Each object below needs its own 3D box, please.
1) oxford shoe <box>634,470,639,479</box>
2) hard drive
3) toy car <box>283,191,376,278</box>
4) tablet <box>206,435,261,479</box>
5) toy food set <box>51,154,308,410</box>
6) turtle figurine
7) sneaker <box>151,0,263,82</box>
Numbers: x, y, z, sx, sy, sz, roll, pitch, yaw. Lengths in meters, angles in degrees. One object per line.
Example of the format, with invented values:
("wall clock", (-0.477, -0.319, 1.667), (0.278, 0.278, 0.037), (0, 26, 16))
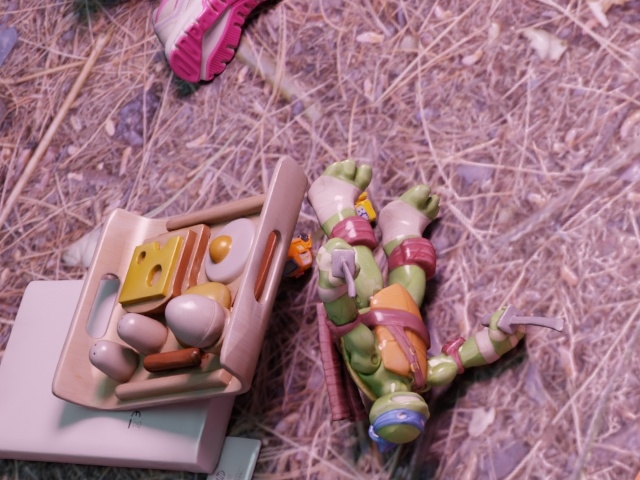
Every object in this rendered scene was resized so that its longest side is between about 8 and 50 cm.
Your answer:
("oxford shoe", (0.345, 0.192, 1.325), (0.133, 0.130, 0.363), (37, 89, 34))
("hard drive", (-0.216, 0.138, 1.794), (0.307, 0.040, 0.203), (-2, 63, 35))
("toy car", (0.000, 0.000, 1.723), (0.122, 0.060, 0.040), (-33, 81, 23))
("tablet", (-0.091, 0.234, 1.678), (0.054, 0.006, 0.083), (1, 64, 35))
("toy food set", (-0.147, 0.043, 1.674), (0.306, 0.092, 0.219), (-12, 56, 48))
("turtle figurine", (0.091, 0.032, 1.551), (0.198, 0.274, 0.266), (-6, 49, -8))
("sneaker", (-0.109, -0.308, 1.946), (0.252, 0.103, 0.111), (-48, 49, 0))
